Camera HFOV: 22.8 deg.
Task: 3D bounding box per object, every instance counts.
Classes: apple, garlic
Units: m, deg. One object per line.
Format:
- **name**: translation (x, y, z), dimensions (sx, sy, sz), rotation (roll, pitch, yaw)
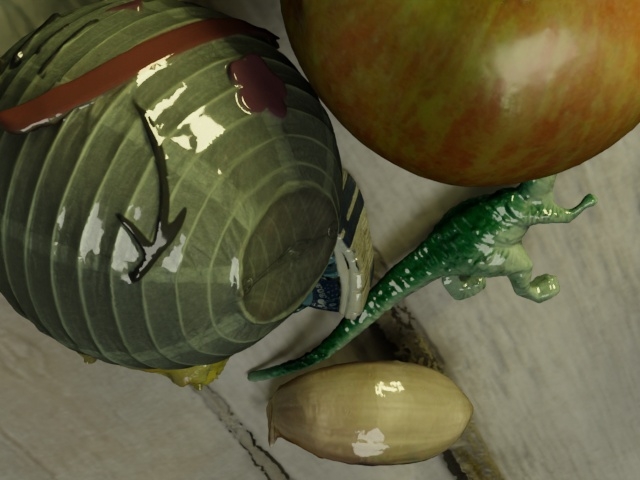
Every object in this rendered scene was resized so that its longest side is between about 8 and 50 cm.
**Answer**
- **apple**: translation (0.098, -0.156, 0.948), dimensions (0.264, 0.264, 0.264), rotation (-10, 137, -9)
- **garlic**: translation (0.061, 0.147, 1.377), dimensions (0.198, 0.090, 0.128), rotation (-3, 176, -25)

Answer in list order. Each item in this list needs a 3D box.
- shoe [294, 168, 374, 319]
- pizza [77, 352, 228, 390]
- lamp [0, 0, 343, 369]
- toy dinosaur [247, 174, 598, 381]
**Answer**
- **shoe**: translation (0.000, 0.000, 1.229), dimensions (0.071, 0.064, 0.143), rotation (0, 132, 13)
- **pizza**: translation (-0.118, 0.033, 1.207), dimensions (0.280, 0.075, 0.288), rotation (-21, 138, 5)
- **lamp**: translation (-0.108, -0.037, 0.976), dimensions (0.233, 0.233, 0.265), rotation (-50, 165, 30)
- **toy dinosaur**: translation (0.111, 0.037, 1.295), dimensions (0.129, 0.076, 0.383), rotation (28, 118, -31)
